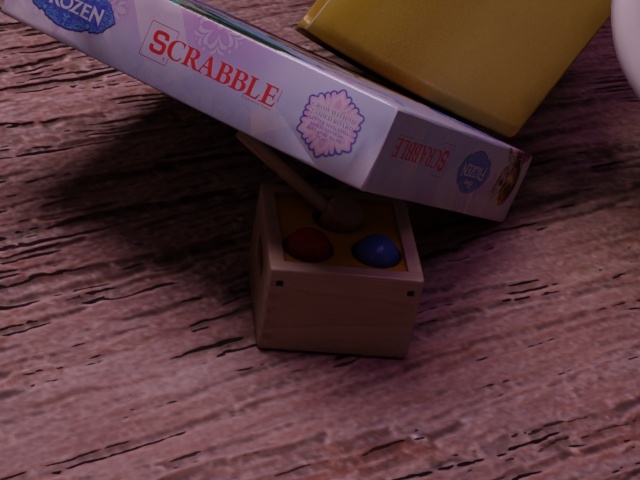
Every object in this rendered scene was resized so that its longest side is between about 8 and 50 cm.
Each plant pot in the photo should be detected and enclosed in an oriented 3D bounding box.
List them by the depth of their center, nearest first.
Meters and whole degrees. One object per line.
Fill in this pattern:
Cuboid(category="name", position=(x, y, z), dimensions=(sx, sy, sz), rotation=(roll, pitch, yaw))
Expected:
Cuboid(category="plant pot", position=(0.121, -0.199, 1.498), dimensions=(0.187, 0.212, 0.212), rotation=(38, 3, -6))

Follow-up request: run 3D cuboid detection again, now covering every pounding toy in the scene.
Cuboid(category="pounding toy", position=(0.000, 0.000, 1.338), dimensions=(0.130, 0.100, 0.141), rotation=(5, 35, -10))

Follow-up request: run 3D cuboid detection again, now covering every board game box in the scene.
Cuboid(category="board game box", position=(-0.029, -0.117, 1.401), dimensions=(0.318, 0.065, 0.319), rotation=(27, 7, 21))

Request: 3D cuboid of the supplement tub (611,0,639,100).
Cuboid(category="supplement tub", position=(0.366, -0.163, 1.475), dimensions=(0.228, 0.228, 0.316), rotation=(24, 3, 17))
